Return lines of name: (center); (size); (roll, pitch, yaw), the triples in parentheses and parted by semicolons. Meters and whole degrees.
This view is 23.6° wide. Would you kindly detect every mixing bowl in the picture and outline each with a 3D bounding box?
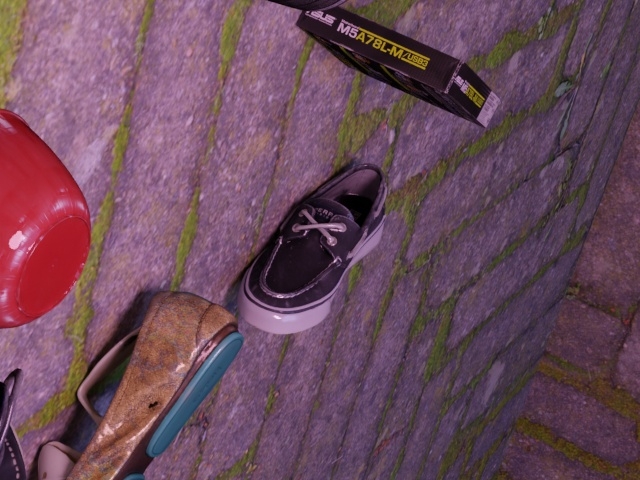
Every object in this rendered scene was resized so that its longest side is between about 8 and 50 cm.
mixing bowl: (-0.244, 0.000, 1.186); (0.181, 0.098, 0.181); (-49, 155, -32)

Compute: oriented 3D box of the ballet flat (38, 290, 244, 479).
ballet flat: (-0.208, 0.201, 1.505); (0.348, 0.123, 0.123); (-58, 160, -6)

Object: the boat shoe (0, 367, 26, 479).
boat shoe: (-0.311, 0.151, 1.129); (0.186, 0.156, 0.500); (-58, 161, -19)

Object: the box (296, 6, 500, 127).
box: (0.087, -0.190, 1.644); (0.045, 0.184, 0.191); (-62, 159, 2)

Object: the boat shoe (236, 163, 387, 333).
boat shoe: (0.000, 0.000, 1.779); (0.301, 0.108, 0.102); (-42, 152, -50)

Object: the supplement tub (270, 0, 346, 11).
supplement tub: (-0.023, -0.268, 1.370); (0.117, 0.117, 0.190); (-67, 160, 10)
